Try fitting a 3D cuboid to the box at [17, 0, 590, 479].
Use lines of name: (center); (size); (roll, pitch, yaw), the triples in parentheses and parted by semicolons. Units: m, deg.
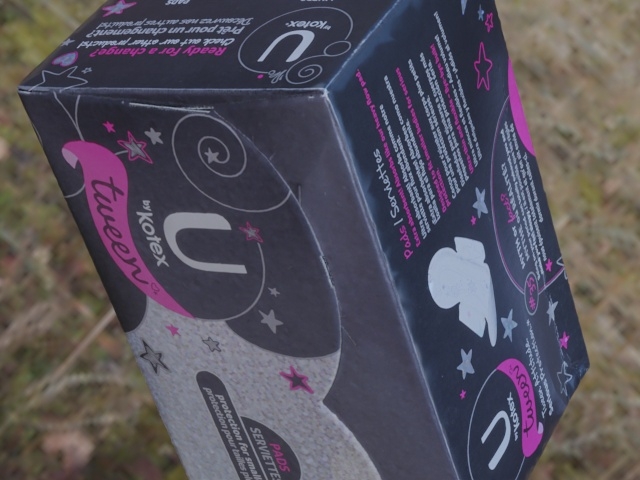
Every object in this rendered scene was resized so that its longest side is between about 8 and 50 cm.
box: (0.000, 0.000, 0.826); (0.142, 0.163, 0.247); (-52, 134, -43)
